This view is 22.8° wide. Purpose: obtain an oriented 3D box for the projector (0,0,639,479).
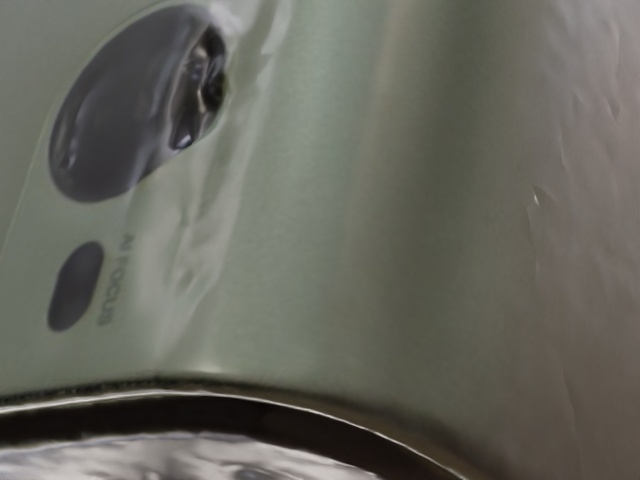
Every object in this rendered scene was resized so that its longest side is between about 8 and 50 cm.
[{"bbox_3d":[0.000,0.000,0.525,0.248,0.248,0.249,40,-128,-40],"label":"projector"}]
